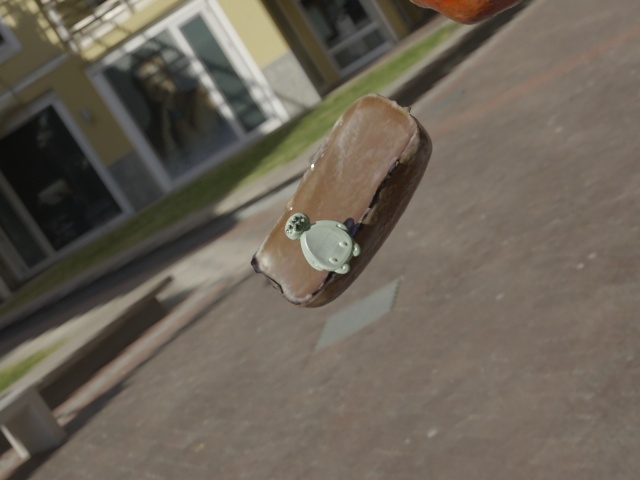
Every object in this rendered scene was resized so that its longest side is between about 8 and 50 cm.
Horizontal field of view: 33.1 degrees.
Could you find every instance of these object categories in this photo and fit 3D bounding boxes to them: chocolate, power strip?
[{"bbox_3d":[0.039,-0.037,1.225,0.261,0.083,0.161,-56,35,10],"label":"chocolate"},{"bbox_3d":[0.000,0.000,1.118,0.055,0.083,0.035,-57,-10,-1],"label":"power strip"}]

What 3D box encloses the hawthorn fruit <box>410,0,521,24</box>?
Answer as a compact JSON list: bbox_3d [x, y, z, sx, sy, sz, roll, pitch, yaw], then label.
[{"bbox_3d":[0.172,-0.352,1.262,0.189,0.189,0.189,-31,9,6],"label":"hawthorn fruit"}]
